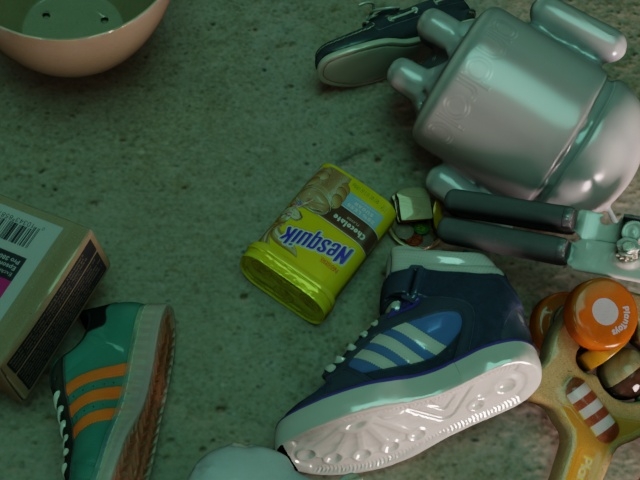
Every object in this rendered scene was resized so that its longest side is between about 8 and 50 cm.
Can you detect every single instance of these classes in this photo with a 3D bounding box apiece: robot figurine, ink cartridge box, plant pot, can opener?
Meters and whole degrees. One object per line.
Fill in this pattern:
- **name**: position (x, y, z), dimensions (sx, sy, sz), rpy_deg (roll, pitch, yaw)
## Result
- **robot figurine**: position (0.256, -0.154, 1.408), dimensions (0.353, 0.200, 0.300), rpy_deg (31, 100, 4)
- **ink cartridge box**: position (-0.391, 0.046, 1.269), dimensions (0.234, 0.088, 0.193), rpy_deg (19, 62, 18)
- **plant pot**: position (-0.319, -0.316, 1.419), dimensions (0.284, 0.191, 0.284), rpy_deg (3, 64, -6)
- **can opener**: position (0.279, -0.001, 1.325), dimensions (0.280, 0.093, 0.074), rpy_deg (11, 77, 19)

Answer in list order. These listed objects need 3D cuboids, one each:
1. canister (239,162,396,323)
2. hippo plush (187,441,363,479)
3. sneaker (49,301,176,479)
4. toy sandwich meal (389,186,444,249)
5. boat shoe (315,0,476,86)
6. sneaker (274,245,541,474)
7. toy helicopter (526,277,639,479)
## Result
- **canister**: position (0.000, 0.000, 1.379), dimensions (0.126, 0.073, 0.170), rpy_deg (34, 64, 9)
- **hippo plush**: position (-0.063, 0.332, 1.123), dimensions (0.294, 0.236, 0.234), rpy_deg (34, 65, 9)
- **sneaker**: position (-0.245, 0.196, 1.231), dimensions (0.121, 0.108, 0.302), rpy_deg (1, 47, 9)
- **toy sandwich meal**: position (0.124, -0.029, 1.431), dimensions (0.085, 0.029, 0.086), rpy_deg (3, 65, -6)
- **boat shoe**: position (0.099, -0.278, 1.509), dimensions (0.254, 0.095, 0.079), rpy_deg (-20, 71, -17)
- **sneaker**: position (0.082, 0.123, 1.324), dimensions (0.322, 0.130, 0.236), rpy_deg (-21, 45, 3)
- **toy helicopter**: position (0.331, 0.232, 1.305), dimensions (0.235, 0.140, 0.355), rpy_deg (26, 75, -5)
